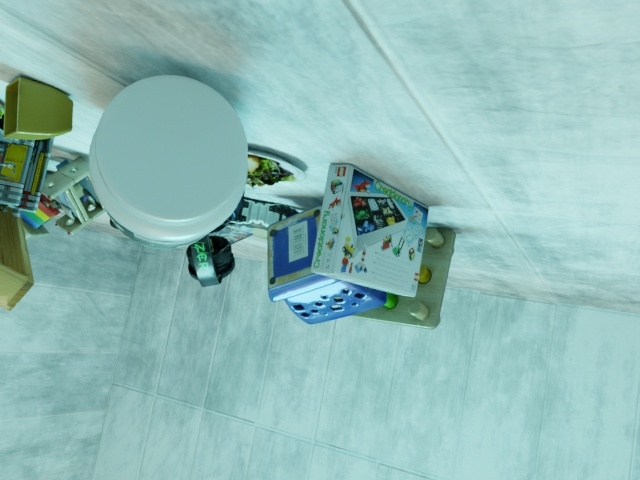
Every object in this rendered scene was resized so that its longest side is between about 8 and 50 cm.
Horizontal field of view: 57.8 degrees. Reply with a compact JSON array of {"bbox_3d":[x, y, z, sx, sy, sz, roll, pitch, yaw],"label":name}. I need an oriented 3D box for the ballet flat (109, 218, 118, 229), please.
[{"bbox_3d":[-0.614,-0.093,1.966,0.280,0.095,0.096,-3,160,17],"label":"ballet flat"}]

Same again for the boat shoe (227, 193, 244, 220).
[{"bbox_3d":[-0.245,-0.101,1.296,0.109,0.089,0.258,6,172,31],"label":"boat shoe"}]

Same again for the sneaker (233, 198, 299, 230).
[{"bbox_3d":[-0.143,-0.063,1.546,0.234,0.078,0.106,12,179,-5],"label":"sneaker"}]

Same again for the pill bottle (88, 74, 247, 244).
[{"bbox_3d":[-0.217,-0.095,0.828,0.204,0.204,0.361,12,172,-16],"label":"pill bottle"}]

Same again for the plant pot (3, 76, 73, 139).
[{"bbox_3d":[-0.424,-0.192,0.877,0.083,0.081,0.081,3,180,-42],"label":"plant pot"}]

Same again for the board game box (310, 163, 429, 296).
[{"bbox_3d":[0.106,-0.008,1.102,0.053,0.193,0.305,4,171,38],"label":"board game box"}]

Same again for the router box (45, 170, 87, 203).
[{"bbox_3d":[-0.840,-0.155,1.779,0.242,0.081,0.309,14,172,-27],"label":"router box"}]

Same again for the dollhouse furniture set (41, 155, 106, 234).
[{"bbox_3d":[-0.617,-0.127,1.377,0.183,0.129,0.129,28,145,28],"label":"dollhouse furniture set"}]

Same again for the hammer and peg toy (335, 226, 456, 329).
[{"bbox_3d":[0.155,0.075,1.486,0.361,0.266,0.127,5,162,36],"label":"hammer and peg toy"}]

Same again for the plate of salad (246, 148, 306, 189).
[{"bbox_3d":[-0.125,-0.128,1.072,0.199,0.048,0.200,9,173,1],"label":"plate of salad"}]

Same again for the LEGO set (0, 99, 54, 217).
[{"bbox_3d":[-0.650,-0.150,1.060,0.254,0.192,0.331,12,173,-12],"label":"LEGO set"}]

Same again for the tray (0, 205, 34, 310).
[{"bbox_3d":[-0.672,-0.039,1.092,0.203,0.076,0.411,40,-179,-40],"label":"tray"}]

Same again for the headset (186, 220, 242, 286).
[{"bbox_3d":[-0.285,-0.017,1.591,0.185,0.243,0.394,-8,-170,-7],"label":"headset"}]

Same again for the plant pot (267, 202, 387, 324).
[{"bbox_3d":[0.003,0.047,1.389,0.236,0.236,0.212,-20,149,31],"label":"plant pot"}]

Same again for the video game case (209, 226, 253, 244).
[{"bbox_3d":[-0.371,-0.036,1.919,0.248,0.035,0.275,16,154,-40],"label":"video game case"}]

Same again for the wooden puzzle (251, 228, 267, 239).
[{"bbox_3d":[0.000,0.000,1.851,0.322,0.081,0.348,6,167,28],"label":"wooden puzzle"}]

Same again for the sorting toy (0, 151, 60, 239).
[{"bbox_3d":[-0.763,-0.127,1.436,0.257,0.089,0.255,53,169,-11],"label":"sorting toy"}]
